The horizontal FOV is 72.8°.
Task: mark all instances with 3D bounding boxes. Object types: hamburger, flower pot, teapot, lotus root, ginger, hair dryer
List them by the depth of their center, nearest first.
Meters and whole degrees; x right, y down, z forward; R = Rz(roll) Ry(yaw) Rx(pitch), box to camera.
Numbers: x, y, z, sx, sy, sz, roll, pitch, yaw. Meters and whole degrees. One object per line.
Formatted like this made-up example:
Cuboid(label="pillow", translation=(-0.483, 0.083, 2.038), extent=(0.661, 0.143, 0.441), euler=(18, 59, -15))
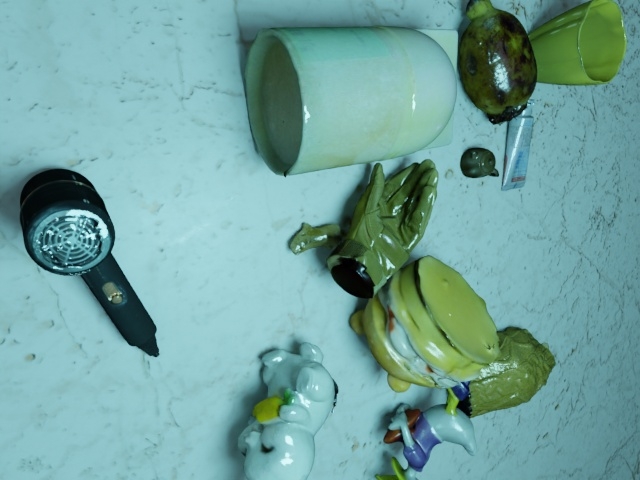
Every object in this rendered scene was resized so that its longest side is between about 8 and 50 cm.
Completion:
Cuboid(label="hair dryer", translation=(-0.318, 0.071, 0.664), extent=(0.107, 0.189, 0.351), euler=(-31, 125, -20))
Cuboid(label="ginger", translation=(-0.001, -0.006, 0.892), extent=(0.137, 0.044, 0.057), euler=(-9, 120, -26))
Cuboid(label="hamburger", translation=(0.213, 0.192, 0.929), extent=(0.277, 0.276, 0.237), euler=(28, 127, -30))
Cuboid(label="lotus root", translation=(0.404, -0.408, 0.996), extent=(0.169, 0.141, 0.313), euler=(-37, 113, -24))
Cuboid(label="teapot", translation=(0.400, -0.188, 1.070), extent=(0.121, 0.068, 0.076), euler=(29, 83, -29))
Cuboid(label="flower pot", translation=(0.619, -0.476, 1.084), extent=(0.195, 0.179, 0.194), euler=(-5, 101, -27))

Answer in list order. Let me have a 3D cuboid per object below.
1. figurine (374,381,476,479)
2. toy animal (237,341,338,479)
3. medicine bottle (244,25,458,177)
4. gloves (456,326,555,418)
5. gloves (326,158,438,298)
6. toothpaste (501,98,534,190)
Cuboid(label="figurine", translation=(0.247, 0.478, 1.015), extent=(0.420, 0.193, 0.154), euler=(-59, 163, -2))
Cuboid(label="toy animal", translation=(-0.058, 0.366, 0.813), extent=(0.154, 0.209, 0.324), euler=(34, 39, -45))
Cuboid(label="medicine bottle", translation=(0.093, -0.261, 0.790), extent=(0.407, 0.236, 0.235), euler=(-14, 105, -27))
Cuboid(label="gloves", translation=(0.495, 0.356, 1.161), extent=(0.357, 0.155, 0.202), euler=(-22, 112, -28))
Cuboid(label="gloves", translation=(0.135, -0.036, 0.891), extent=(0.331, 0.154, 0.141), euler=(-55, 153, -26))
Cuboid(label="toothpaste", translation=(0.522, -0.249, 1.143), extent=(0.090, 0.057, 0.233), euler=(-11, 110, -26))
